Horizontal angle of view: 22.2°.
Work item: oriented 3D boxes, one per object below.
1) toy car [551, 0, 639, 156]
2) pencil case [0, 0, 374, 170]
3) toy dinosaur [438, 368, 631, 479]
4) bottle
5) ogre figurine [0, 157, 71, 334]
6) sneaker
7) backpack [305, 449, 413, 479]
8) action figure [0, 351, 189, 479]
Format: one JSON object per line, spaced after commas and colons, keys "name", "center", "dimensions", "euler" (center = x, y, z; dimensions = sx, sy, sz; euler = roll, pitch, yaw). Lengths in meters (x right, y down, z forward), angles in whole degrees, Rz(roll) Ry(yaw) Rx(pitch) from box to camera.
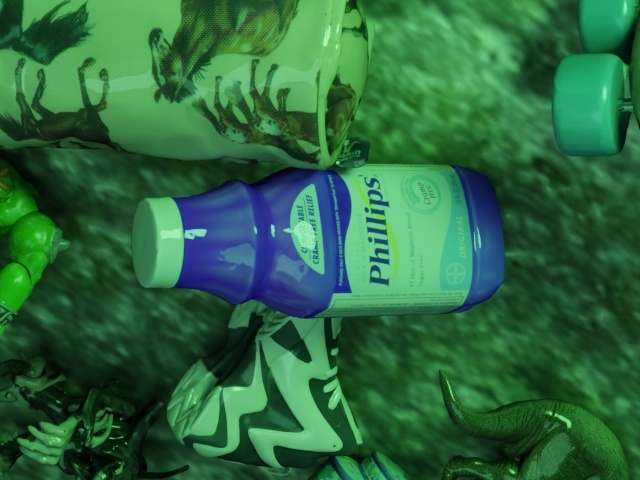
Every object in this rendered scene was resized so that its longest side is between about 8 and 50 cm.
{"name": "toy car", "center": [0.304, -0.067, 1.189], "dimensions": [0.219, 0.210, 0.238], "euler": [0, 132, 21]}
{"name": "pencil case", "center": [-0.165, -0.136, 1.224], "dimensions": [0.411, 0.183, 0.159], "euler": [3, 87, 11]}
{"name": "toy dinosaur", "center": [0.202, 0.204, 1.393], "dimensions": [0.160, 0.121, 0.313], "euler": [-31, 104, 9]}
{"name": "bottle", "center": [0.000, 0.000, 1.242], "dimensions": [0.283, 0.118, 0.092], "euler": [0, 166, -24]}
{"name": "ogre figurine", "center": [-0.291, -0.018, 1.337], "dimensions": [0.118, 0.197, 0.097], "euler": [-37, 150, -4]}
{"name": "sneaker", "center": [-0.003, 0.106, 1.377], "dimensions": [0.153, 0.094, 0.235], "euler": [33, 97, -30]}
{"name": "backpack", "center": [0.044, 0.232, 1.423], "dimensions": [0.114, 0.105, 0.084], "euler": [41, 93, -12]}
{"name": "action figure", "center": [-0.250, 0.162, 1.409], "dimensions": [0.276, 0.141, 0.164], "euler": [37, 127, -9]}
